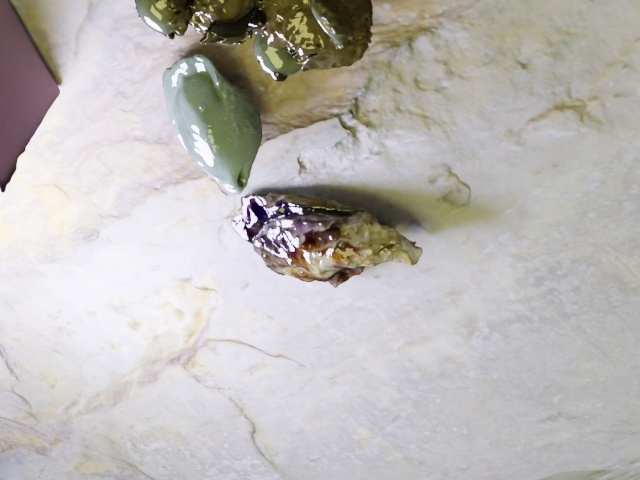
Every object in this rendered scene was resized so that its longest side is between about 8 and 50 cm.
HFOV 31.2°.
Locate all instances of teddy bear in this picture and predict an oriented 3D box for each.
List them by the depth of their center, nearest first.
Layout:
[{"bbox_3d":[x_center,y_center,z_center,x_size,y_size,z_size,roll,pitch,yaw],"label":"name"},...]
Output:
[{"bbox_3d":[-0.057,-0.274,1.349,0.256,0.267,0.156,27,102,9],"label":"teddy bear"}]

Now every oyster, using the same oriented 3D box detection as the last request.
[{"bbox_3d":[-0.004,0.009,1.750,0.275,0.100,0.271,21,160,-6],"label":"oyster"}]

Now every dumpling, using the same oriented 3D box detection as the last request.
[{"bbox_3d":[-0.143,-0.168,1.603,0.108,0.152,0.219,-17,128,-18],"label":"dumpling"}]

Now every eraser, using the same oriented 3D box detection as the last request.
[{"bbox_3d":[-0.521,-0.246,1.542,0.122,0.272,0.359,2,142,22],"label":"eraser"}]
